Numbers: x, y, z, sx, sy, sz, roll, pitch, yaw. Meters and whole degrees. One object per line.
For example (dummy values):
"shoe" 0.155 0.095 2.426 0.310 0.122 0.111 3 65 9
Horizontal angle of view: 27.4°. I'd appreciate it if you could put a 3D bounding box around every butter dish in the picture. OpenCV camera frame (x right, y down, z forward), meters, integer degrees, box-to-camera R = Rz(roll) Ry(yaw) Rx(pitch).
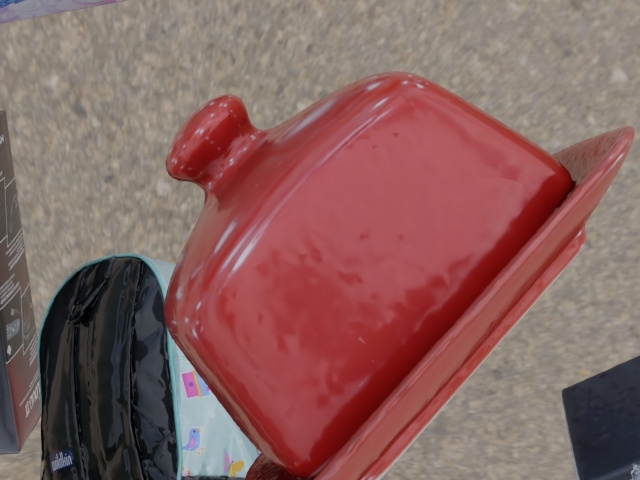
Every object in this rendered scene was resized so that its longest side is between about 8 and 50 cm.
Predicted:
"butter dish" 0.000 0.000 0.434 0.118 0.160 0.160 42 83 -1

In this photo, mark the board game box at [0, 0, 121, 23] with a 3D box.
"board game box" -0.211 -0.215 0.448 0.319 0.066 0.318 -19 82 -38

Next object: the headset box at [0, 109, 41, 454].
"headset box" -0.350 0.053 1.058 0.218 0.110 0.293 -3 105 1

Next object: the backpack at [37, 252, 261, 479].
"backpack" -0.109 0.104 0.876 0.144 0.166 0.188 0 72 -44

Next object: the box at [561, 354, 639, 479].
"box" 0.283 0.150 0.945 0.158 0.093 0.156 -29 128 24
